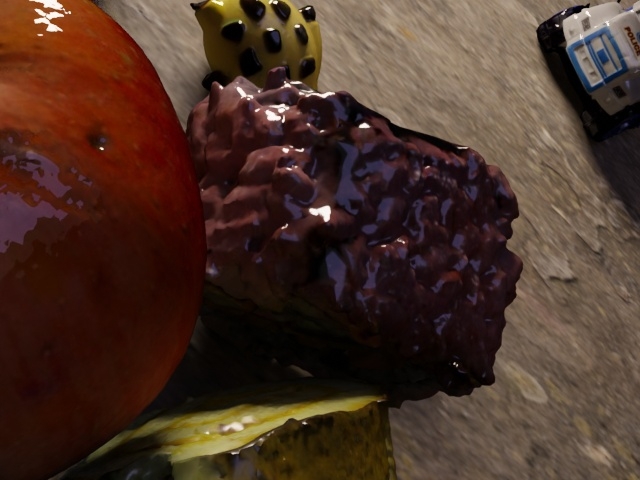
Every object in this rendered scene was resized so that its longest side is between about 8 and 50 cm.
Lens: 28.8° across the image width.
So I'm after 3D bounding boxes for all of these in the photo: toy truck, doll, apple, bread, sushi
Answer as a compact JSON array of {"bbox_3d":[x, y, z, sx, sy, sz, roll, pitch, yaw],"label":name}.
[{"bbox_3d":[0.378,-0.227,1.464,0.213,0.177,0.161,-20,82,-52],"label":"toy truck"},{"bbox_3d":[-0.001,-0.093,1.040,0.117,0.086,0.291,-39,101,-11],"label":"doll"},{"bbox_3d":[-0.149,-0.035,0.660,0.163,0.251,0.293,-26,62,-10],"label":"apple"},{"bbox_3d":[-0.053,0.157,0.705,0.257,0.186,0.124,-12,92,-74],"label":"bread"},{"bbox_3d":[0.000,0.000,0.867,0.270,0.236,0.171,28,72,-34],"label":"sushi"}]
